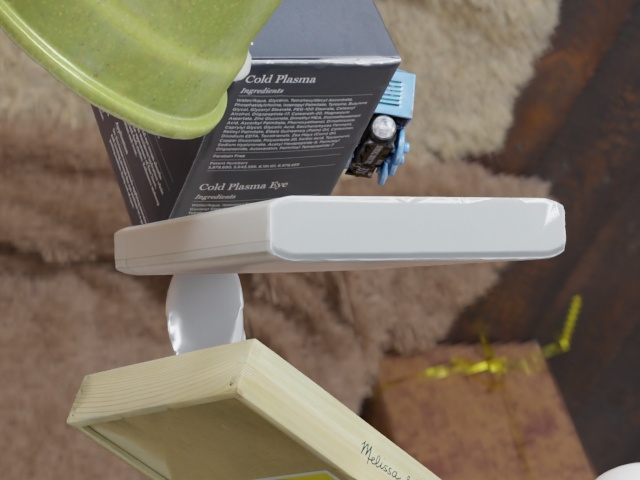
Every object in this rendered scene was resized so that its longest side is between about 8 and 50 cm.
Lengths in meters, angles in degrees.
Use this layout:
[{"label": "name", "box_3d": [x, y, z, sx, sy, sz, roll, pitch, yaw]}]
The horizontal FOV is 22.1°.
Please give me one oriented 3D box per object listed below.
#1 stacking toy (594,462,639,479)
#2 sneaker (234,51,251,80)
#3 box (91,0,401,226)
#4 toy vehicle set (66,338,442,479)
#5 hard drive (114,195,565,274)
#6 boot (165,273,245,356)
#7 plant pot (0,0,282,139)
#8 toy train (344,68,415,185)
[{"label": "stacking toy", "box_3d": [0.138, 0.331, 1.456, 0.480, 0.350, 0.350, -29, 129, -16]}, {"label": "sneaker", "box_3d": [-0.134, -0.210, 1.336, 0.080, 0.212, 0.094, -23, 143, -47]}, {"label": "box", "box_3d": [-0.102, -0.197, 1.664, 0.179, 0.343, 0.312, -5, 145, -27]}, {"label": "toy vehicle set", "box_3d": [-0.010, 0.156, 1.028, 0.166, 0.035, 0.267, -14, 136, 45]}, {"label": "hard drive", "box_3d": [0.000, 0.000, 1.296, 0.233, 0.353, 0.047, 0, 87, -24]}, {"label": "boot", "box_3d": [-0.129, 0.148, 1.943, 0.095, 0.258, 0.123, -3, 160, 1]}, {"label": "plant pot", "box_3d": [-0.090, -0.255, 1.128, 0.276, 0.276, 0.254, 34, 115, -30]}, {"label": "toy train", "box_3d": [0.059, -0.128, 1.850, 0.080, 0.105, 0.184, 9, 168, -6]}]
